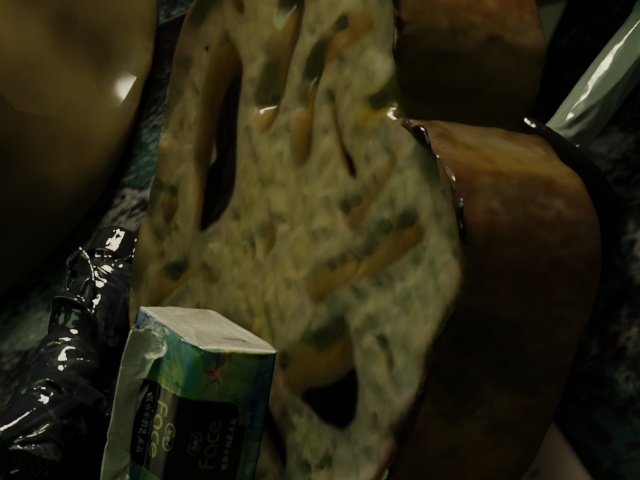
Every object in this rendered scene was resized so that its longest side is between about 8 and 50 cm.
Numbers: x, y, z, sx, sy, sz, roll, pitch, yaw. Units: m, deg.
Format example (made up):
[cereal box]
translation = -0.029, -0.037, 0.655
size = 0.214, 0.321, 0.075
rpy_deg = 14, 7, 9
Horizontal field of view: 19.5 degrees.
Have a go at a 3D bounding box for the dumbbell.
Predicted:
[dumbbell]
translation = 0.172, -0.096, 1.103
size = 0.191, 0.100, 0.100
rpy_deg = -53, 42, -7

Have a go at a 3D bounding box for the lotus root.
[lotus root]
translation = 0.000, 0.000, 1.082
size = 0.375, 0.111, 0.390
rpy_deg = -25, 65, 49

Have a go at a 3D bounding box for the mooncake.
[mooncake]
translation = -0.369, -0.135, 1.459
size = 0.467, 0.262, 0.467
rpy_deg = -23, 44, 24

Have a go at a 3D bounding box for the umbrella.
[umbrella]
translation = -0.165, 0.082, 1.265
size = 0.080, 0.071, 0.224
rpy_deg = 119, 172, -47

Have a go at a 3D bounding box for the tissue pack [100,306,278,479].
[tissue pack]
translation = -0.082, 0.100, 1.030
size = 0.085, 0.079, 0.111
rpy_deg = 27, 108, 55
